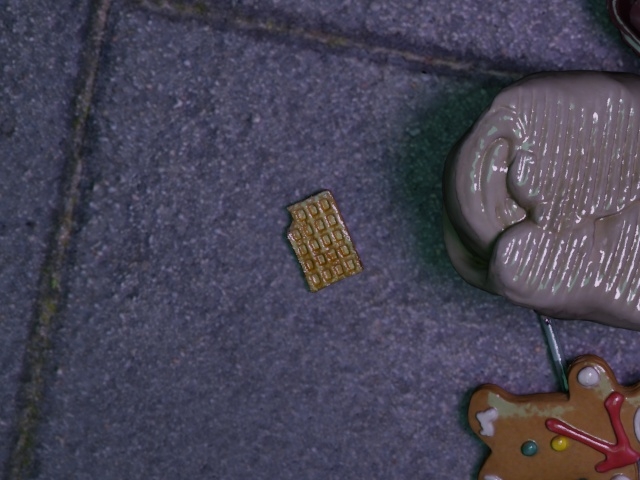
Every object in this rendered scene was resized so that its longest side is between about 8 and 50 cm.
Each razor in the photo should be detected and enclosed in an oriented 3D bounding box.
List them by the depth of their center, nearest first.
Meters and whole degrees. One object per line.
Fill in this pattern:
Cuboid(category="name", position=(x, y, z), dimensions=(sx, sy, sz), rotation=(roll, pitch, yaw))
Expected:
Cuboid(category="razor", position=(0.351, 0.198, 1.736), dimensions=(0.084, 0.036, 0.211), rotation=(-17, 95, 9))

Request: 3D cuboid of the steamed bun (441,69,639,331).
Cuboid(category="steamed bun", position=(0.319, -0.059, 1.601), dimensions=(0.368, 0.255, 0.342), rotation=(10, 89, -18))

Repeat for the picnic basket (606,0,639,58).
Cuboid(category="picnic basket", position=(0.526, -0.344, 1.592), dimensions=(0.222, 0.129, 0.297), rotation=(42, 101, 4))

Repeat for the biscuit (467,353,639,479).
Cuboid(category="biscuit", position=(0.375, 0.269, 1.698), dimensions=(0.340, 0.047, 0.215), rotation=(-9, 103, 18))

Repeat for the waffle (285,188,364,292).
Cuboid(category="waffle", position=(0.000, 0.000, 1.776), dimensions=(0.092, 0.021, 0.135), rotation=(-24, 93, 12))
